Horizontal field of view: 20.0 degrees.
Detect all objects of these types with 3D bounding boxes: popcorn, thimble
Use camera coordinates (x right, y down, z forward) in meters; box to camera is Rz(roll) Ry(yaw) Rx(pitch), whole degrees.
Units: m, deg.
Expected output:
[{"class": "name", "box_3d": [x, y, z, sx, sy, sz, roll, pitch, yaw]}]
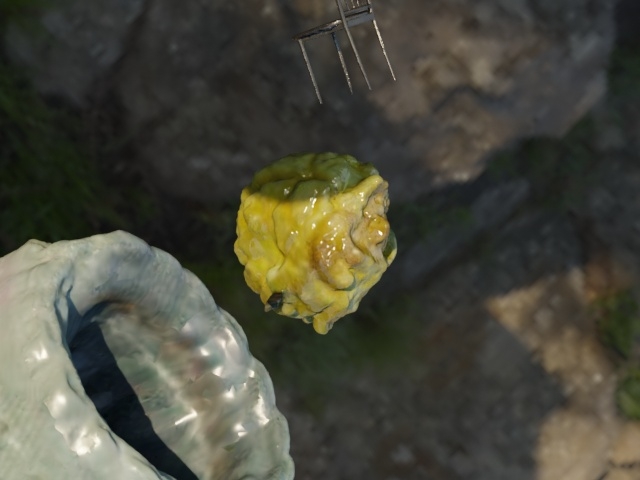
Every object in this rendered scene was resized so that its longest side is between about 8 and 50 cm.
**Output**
[{"class": "popcorn", "box_3d": [-0.006, 0.002, 1.724, 0.173, 0.173, 0.142, -50, 171, 16]}, {"class": "thimble", "box_3d": [-0.141, 0.118, 1.134, 0.172, 0.250, 0.205, -34, -176, 29]}]

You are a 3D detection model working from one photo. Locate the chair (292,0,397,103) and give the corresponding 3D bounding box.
[{"class": "chair", "box_3d": [0.008, -0.116, 0.934, 0.042, 0.086, 0.037, -8, -170, 38]}]
